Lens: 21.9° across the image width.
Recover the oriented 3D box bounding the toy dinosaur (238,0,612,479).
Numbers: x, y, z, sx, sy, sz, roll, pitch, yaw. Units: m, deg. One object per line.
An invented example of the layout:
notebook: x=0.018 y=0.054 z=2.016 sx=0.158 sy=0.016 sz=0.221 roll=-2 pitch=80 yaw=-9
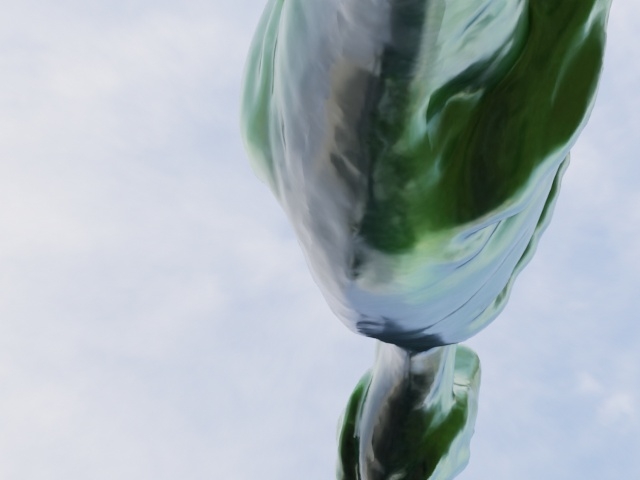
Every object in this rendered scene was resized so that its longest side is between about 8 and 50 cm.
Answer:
toy dinosaur: x=0.000 y=0.000 z=0.521 sx=0.144 sy=0.500 sz=0.375 roll=18 pitch=-70 yaw=15
